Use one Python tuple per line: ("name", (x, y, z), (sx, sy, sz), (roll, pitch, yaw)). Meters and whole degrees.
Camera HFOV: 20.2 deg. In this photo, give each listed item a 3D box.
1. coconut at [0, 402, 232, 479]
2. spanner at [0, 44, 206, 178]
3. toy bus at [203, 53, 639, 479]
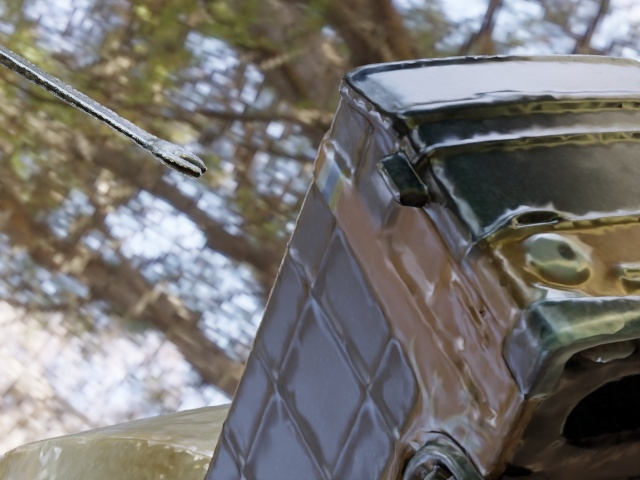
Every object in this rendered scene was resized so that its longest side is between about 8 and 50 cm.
("coconut", (-0.054, 0.217, 0.935), (0.328, 0.328, 0.329), (-17, -61, -33))
("spanner", (-0.226, -0.129, 1.562), (0.017, 0.302, 0.071), (-62, -12, 10))
("toy bus", (0.054, 0.076, 0.619), (0.138, 0.167, 0.275), (-5, -44, -28))
